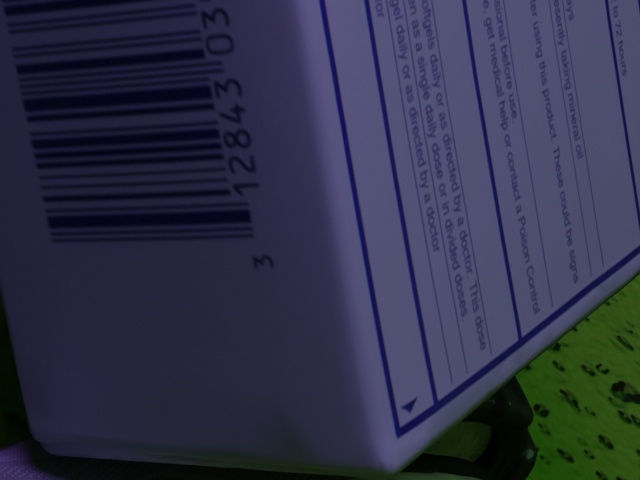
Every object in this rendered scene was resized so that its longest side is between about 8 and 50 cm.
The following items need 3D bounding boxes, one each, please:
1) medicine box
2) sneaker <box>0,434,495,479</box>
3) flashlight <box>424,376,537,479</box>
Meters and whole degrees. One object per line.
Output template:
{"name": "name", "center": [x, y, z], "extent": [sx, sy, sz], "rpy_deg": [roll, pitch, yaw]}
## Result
{"name": "medicine box", "center": [0.012, -0.091, 0.688], "extent": [0.289, 0.149, 0.263], "rpy_deg": [-30, 114, -54]}
{"name": "sneaker", "center": [-0.053, 0.107, 0.684], "extent": [0.271, 0.100, 0.108], "rpy_deg": [-3, 40, -26]}
{"name": "flashlight", "center": [0.000, 0.000, 0.910], "extent": [0.103, 0.103, 0.304], "rpy_deg": [25, 28, -46]}
